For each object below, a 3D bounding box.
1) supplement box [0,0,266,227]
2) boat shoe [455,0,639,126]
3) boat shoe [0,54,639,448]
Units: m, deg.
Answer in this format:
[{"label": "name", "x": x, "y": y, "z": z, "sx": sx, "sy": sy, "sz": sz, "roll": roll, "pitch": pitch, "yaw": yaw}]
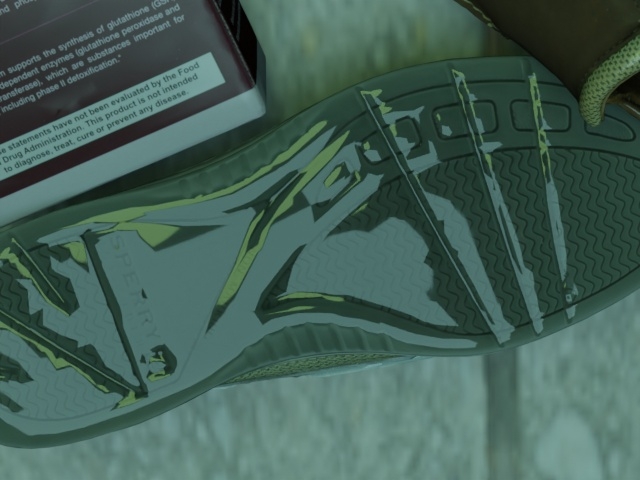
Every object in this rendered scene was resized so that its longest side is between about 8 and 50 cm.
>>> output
[{"label": "supplement box", "x": -0.126, "y": -0.136, "z": 0.668, "sx": 0.130, "sy": 0.073, "sz": 0.239, "roll": -22, "pitch": 113, "yaw": 8}, {"label": "boat shoe", "x": 0.112, "y": -0.091, "z": 0.646, "sx": 0.257, "sy": 0.095, "sz": 0.095, "roll": 23, "pitch": 139, "yaw": -1}, {"label": "boat shoe", "x": 0.000, "y": 0.003, "z": 0.727, "sx": 0.320, "sy": 0.103, "sz": 0.118, "roll": -19, "pitch": 94, "yaw": -1}]
